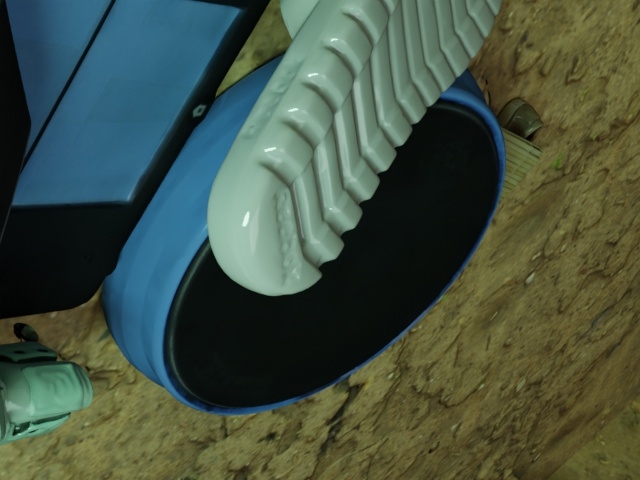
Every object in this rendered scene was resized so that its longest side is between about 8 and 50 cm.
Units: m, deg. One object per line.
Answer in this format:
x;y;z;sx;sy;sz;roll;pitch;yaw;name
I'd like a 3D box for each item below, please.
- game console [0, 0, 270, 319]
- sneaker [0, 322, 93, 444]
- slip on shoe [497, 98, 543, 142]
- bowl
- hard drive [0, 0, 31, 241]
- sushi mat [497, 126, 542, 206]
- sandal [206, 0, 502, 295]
-0.177;-0.094;0.822;0.342;0.060;0.387;0;130;-55;game console
-0.215;0.094;0.873;0.151;0.094;0.256;-9;177;-28;sneaker
0.191;-0.085;1.389;0.051;0.041;0.135;-10;138;-50;slip on shoe
0.000;0.000;1.147;0.391;0.077;0.391;-28;146;-21;bowl
-0.199;0.002;0.624;0.172;0.054;0.255;102;1;-63;hard drive
0.095;-0.066;1.259;0.151;0.019;0.316;-50;146;17;sushi mat
0.019;-0.146;0.944;0.416;0.102;0.169;-56;143;-32;sandal
